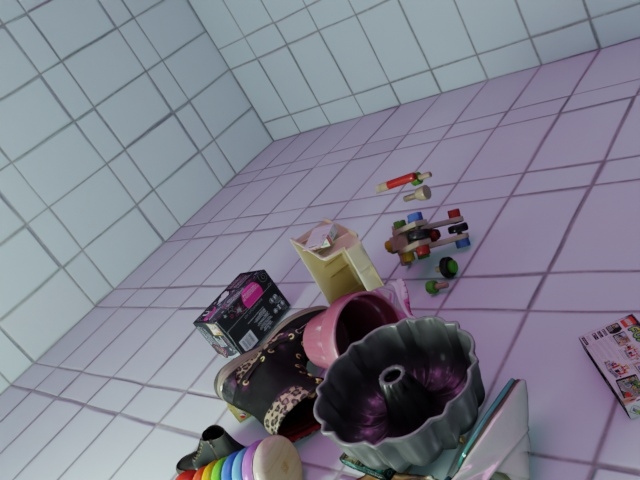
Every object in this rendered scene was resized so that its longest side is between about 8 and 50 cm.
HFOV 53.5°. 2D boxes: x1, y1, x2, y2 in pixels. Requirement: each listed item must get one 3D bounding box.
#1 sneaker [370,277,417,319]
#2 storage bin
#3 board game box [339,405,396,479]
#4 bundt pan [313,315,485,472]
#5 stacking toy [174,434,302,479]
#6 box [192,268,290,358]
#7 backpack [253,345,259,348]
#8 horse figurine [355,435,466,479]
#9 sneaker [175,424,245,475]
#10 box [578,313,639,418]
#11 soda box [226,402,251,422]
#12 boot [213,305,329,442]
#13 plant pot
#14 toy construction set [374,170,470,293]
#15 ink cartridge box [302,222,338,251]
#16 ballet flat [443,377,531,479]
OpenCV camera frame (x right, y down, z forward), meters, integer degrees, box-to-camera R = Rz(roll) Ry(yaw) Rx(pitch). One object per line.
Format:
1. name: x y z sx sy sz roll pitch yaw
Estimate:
1. sneaker: 0.177 0.209 1.528 0.111 0.103 0.252 -14 44 -1
2. storage bin: 0.069 0.096 1.758 0.123 0.262 0.260 -35 23 -11
3. board game box: 0.135 0.378 1.245 0.126 0.026 0.186 -1 37 50
4. bundt pan: 0.158 0.294 1.194 0.330 0.124 0.331 -24 25 12
5. stacking toy: -0.203 0.532 1.414 0.330 0.141 0.141 -24 24 31
6. box: -0.244 0.233 1.995 0.142 0.163 0.247 -9 32 49
7. backpack: -0.157 0.343 1.752 0.120 0.101 0.098 -33 30 -13
8. horse figurine: 0.172 0.423 1.233 0.174 0.066 0.263 -4 37 39
9. sneaker: -0.284 0.511 1.550 0.222 0.118 0.083 -20 26 25
10. box: 0.571 0.225 1.166 0.114 0.036 0.207 -27 24 12
11. soda box: -0.226 0.415 1.739 0.058 0.061 0.181 -34 23 -4
12. boot: -0.049 0.327 1.587 0.377 0.138 0.284 -29 31 -25
13. plant pot: 0.060 0.222 1.440 0.201 0.201 0.180 -47 17 -32
14. toy construction set: 0.243 -0.034 1.784 0.237 0.309 0.257 -15 20 44
15. ink cartridge box: 0.000 0.000 1.660 0.062 0.029 0.115 -15 28 28
16. ballet flat: 0.269 0.418 1.071 0.400 0.139 0.139 -46 27 -20
